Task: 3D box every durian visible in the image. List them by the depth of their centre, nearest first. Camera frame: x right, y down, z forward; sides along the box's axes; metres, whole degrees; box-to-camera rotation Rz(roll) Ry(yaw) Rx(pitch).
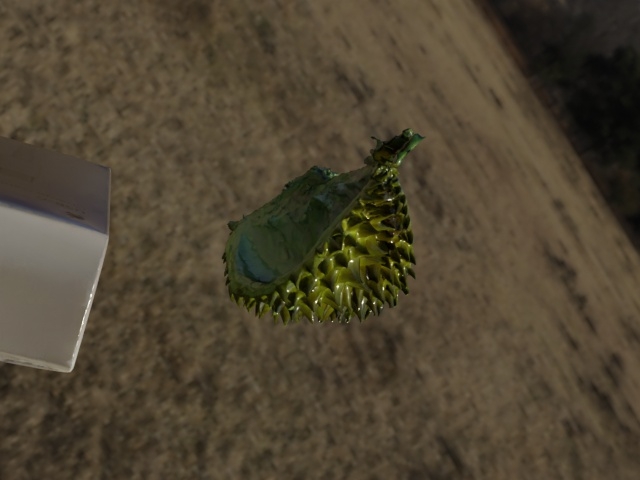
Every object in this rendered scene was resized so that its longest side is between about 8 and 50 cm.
[{"bbox_3d":[0.000,0.000,0.769,0.086,0.215,0.100,-3,79,-35],"label":"durian"}]

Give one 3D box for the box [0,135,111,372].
[{"bbox_3d":[-0.252,-0.011,0.876,0.203,0.106,0.252,16,11,-12],"label":"box"}]
